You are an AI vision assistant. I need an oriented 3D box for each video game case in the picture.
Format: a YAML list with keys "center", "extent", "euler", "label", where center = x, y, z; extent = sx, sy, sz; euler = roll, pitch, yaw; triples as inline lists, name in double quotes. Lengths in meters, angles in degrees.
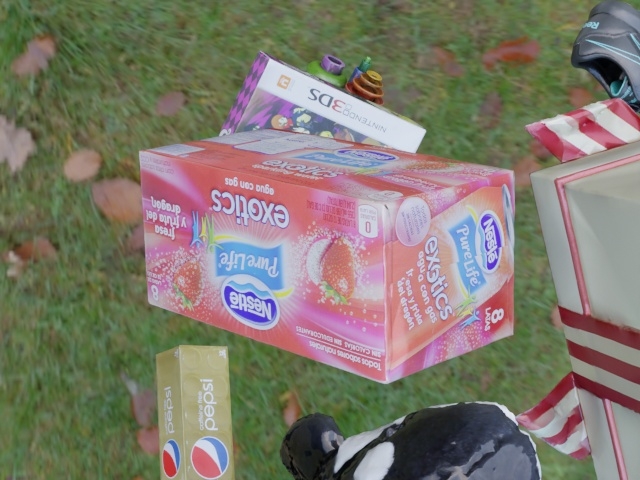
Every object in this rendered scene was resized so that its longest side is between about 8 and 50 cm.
- center: [-0.024, -0.059, 1.559]
  extent: [0.210, 0.042, 0.232]
  euler: [22, 100, -29]
  label: "video game case"

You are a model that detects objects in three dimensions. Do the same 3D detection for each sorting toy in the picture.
- center: [0.037, -0.191, 1.662]
  extent: [0.102, 0.061, 0.042]
  euler: [35, 115, 16]
  label: "sorting toy"

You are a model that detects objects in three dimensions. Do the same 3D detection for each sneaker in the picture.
- center: [0.436, -0.191, 1.874]
  extent: [0.267, 0.101, 0.106]
  euler: [39, 62, 1]
  label: "sneaker"

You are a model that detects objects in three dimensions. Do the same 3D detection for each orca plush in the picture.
- center: [-0.013, 0.166, 0.629]
  extent: [0.102, 0.287, 0.151]
  euler: [-25, 84, -39]
  label: "orca plush"

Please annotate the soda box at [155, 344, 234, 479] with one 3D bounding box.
- center: [-0.134, 0.204, 1.542]
  extent: [0.061, 0.058, 0.181]
  euler: [5, 72, -33]
  label: "soda box"

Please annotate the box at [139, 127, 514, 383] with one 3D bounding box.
- center: [0.000, 0.000, 1.189]
  extent: [0.154, 0.300, 0.142]
  euler: [-16, 111, -41]
  label: "box"

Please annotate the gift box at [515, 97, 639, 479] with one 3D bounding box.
- center: [0.261, 0.038, 0.857]
  extent: [0.276, 0.258, 0.255]
  euler: [-11, 100, -11]
  label: "gift box"
